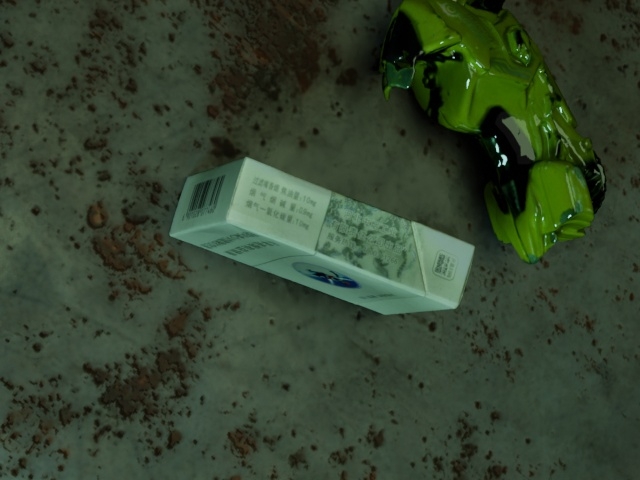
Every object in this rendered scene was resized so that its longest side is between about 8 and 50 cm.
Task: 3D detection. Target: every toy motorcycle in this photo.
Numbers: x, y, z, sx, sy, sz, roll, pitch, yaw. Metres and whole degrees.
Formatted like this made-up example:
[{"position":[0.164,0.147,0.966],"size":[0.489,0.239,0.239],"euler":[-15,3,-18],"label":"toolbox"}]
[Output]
[{"position":[0.177,-0.143,1.780],"size":[0.206,0.142,0.342],"euler":[-30,97,-22],"label":"toy motorcycle"}]

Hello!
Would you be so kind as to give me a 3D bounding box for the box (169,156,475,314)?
[{"position":[0.000,-0.001,1.675],"size":[0.256,0.164,0.069],"euler":[21,77,-22],"label":"box"}]
